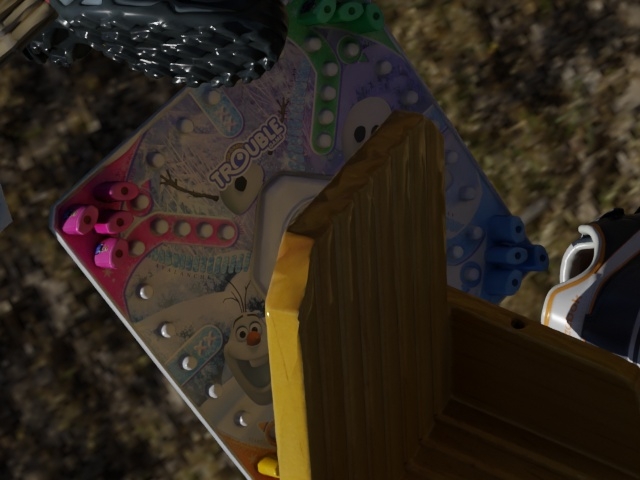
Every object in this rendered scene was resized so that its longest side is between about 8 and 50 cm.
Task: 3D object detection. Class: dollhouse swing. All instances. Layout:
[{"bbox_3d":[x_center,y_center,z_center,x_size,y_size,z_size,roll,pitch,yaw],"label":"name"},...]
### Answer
[{"bbox_3d":[0.130,0.121,1.315,0.315,0.347,0.305,22,124,14],"label":"dollhouse swing"}]

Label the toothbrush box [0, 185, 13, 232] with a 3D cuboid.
[{"bbox_3d":[-0.438,-0.002,1.597,0.126,0.295,0.216,33,155,17],"label":"toothbrush box"}]

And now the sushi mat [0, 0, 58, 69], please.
[{"bbox_3d":[-0.266,-0.041,0.676,0.316,0.019,0.151,-41,96,3],"label":"sushi mat"}]

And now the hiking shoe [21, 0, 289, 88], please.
[{"bbox_3d":[-0.139,-0.198,1.297,0.304,0.113,0.132,13,75,38],"label":"hiking shoe"}]

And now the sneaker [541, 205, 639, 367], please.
[{"bbox_3d":[0.309,0.021,1.692,0.127,0.321,0.126,15,114,20],"label":"sneaker"}]

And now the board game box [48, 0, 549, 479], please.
[{"bbox_3d":[0.000,0.000,1.659,0.390,0.390,0.050,54,158,-21],"label":"board game box"}]
